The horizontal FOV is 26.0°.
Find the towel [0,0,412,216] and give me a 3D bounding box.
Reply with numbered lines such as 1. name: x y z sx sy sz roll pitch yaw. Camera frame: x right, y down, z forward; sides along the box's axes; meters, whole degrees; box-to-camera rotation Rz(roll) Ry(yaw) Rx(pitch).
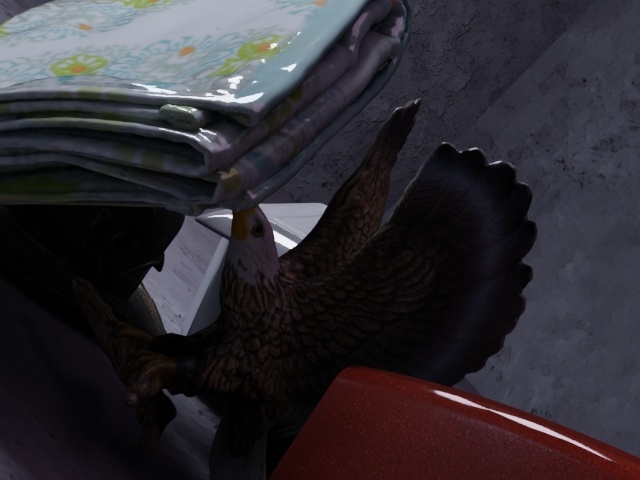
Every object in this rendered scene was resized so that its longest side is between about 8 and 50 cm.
1. towel: -0.131 -0.120 1.014 0.374 0.320 0.090 -48 137 -60

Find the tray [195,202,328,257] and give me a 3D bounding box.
1. tray: 0.000 0.000 1.265 0.145 0.030 0.270 30 11 15

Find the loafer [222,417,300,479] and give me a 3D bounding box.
1. loafer: 0.011 0.121 1.091 0.095 0.302 0.109 34 47 -7

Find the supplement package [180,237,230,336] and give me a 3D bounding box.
1. supplement package: -0.019 0.079 1.343 0.203 0.149 0.194 24 8 -5

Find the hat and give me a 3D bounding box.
1. hat: -0.211 -0.045 1.224 0.331 0.134 0.331 45 5 -5

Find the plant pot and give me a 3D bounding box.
1. plant pot: 0.086 0.226 0.824 0.235 0.267 0.267 30 -5 36

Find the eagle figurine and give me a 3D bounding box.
1. eagle figurine: -0.009 0.038 0.976 0.225 0.298 0.226 98 -33 -68
